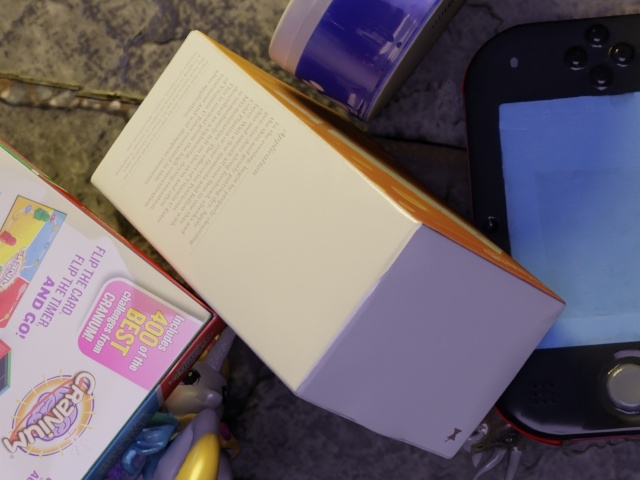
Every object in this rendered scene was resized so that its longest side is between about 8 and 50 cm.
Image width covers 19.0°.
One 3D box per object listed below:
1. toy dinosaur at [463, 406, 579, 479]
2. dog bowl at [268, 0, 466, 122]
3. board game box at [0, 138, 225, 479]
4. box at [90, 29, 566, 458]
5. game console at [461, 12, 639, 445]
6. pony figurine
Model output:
[{"bbox_3d":[0.269,0.107,1.718,0.314,0.121,0.160,-14,103,6],"label":"toy dinosaur"},{"bbox_3d":[0.074,-0.234,1.635,0.104,0.265,0.265,36,99,2],"label":"dog bowl"},{"bbox_3d":[-0.274,0.061,1.578,0.316,0.064,0.242,39,89,9],"label":"board game box"},{"bbox_3d":[0.000,0.000,1.609,0.168,0.215,0.345,-54,47,8],"label":"box"},{"bbox_3d":[0.302,-0.020,1.644,0.342,0.060,0.386,-6,70,10],"label":"game console"},{"bbox_3d":[-0.148,0.264,1.690,0.303,0.363,0.351,28,105,-20],"label":"pony figurine"}]
